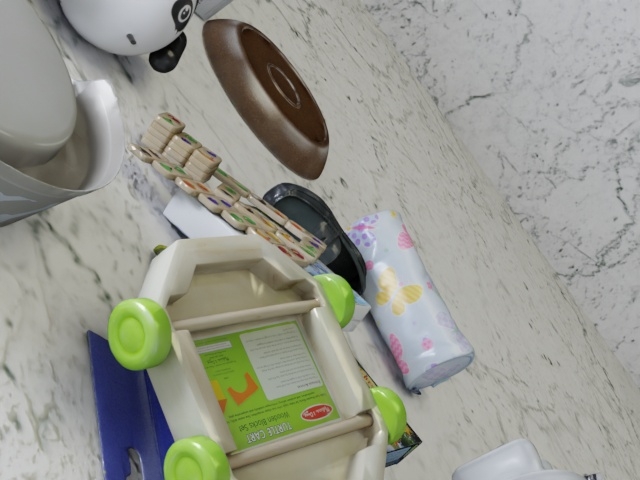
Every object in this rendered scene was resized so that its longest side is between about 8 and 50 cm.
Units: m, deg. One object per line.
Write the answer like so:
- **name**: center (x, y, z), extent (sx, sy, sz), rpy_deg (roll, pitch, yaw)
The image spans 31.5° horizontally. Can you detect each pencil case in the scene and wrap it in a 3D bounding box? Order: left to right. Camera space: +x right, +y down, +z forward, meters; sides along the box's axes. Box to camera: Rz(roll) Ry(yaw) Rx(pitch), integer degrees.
- **pencil case**: center (0.125, 0.088, 1.691), extent (0.273, 0.113, 0.124), rpy_deg (63, 8, 18)

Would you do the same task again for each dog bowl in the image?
- **dog bowl**: center (-0.320, -0.163, 0.959), extent (0.349, 0.102, 0.349), rpy_deg (50, 18, -23)

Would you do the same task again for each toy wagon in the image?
- **toy wagon**: center (-0.032, 0.155, 0.962), extent (0.267, 0.068, 0.344), rpy_deg (-5, 66, -52)

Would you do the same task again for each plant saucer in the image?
- **plant saucer**: center (-0.075, -0.240, 1.844), extent (0.310, 0.050, 0.311), rpy_deg (48, 20, -24)

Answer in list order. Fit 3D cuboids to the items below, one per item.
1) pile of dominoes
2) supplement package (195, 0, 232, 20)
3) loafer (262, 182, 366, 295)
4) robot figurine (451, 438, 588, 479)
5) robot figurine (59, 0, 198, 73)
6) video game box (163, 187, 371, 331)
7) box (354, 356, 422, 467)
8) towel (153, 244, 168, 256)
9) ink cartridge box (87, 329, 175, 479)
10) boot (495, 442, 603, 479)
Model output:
- **pile of dominoes**: center (-0.096, -0.060, 1.327), extent (0.251, 0.040, 0.196), rpy_deg (35, 11, -1)
- **supplement package**: center (-0.177, -0.526, 1.805), extent (0.145, 0.204, 0.262), rpy_deg (35, 27, -50)
- **loafer**: center (0.000, 0.000, 1.568), extent (0.223, 0.076, 0.078), rpy_deg (46, 12, -42)
- **robot figurine**: center (0.274, 0.419, 1.360), extent (0.300, 0.199, 0.353), rpy_deg (43, 21, -47)
- **robot figurine**: center (-0.223, -0.336, 1.395), extent (0.209, 0.173, 0.278), rpy_deg (31, 25, -16)
- **video game box**: center (-0.059, 0.024, 1.312), extent (0.205, 0.048, 0.187), rpy_deg (41, 14, 24)
- **box**: center (0.005, 0.158, 1.287), extent (0.233, 0.044, 0.159), rpy_deg (50, 15, 18)
- **towel**: center (-0.109, 0.076, 1.117), extent (0.102, 0.021, 0.237), rpy_deg (35, 8, -25)
- **ink cartridge box**: center (-0.063, 0.239, 1.000), extent (0.307, 0.072, 0.304), rpy_deg (41, 23, -45)
- **boot**: center (0.401, 0.402, 1.858), extent (0.258, 0.123, 0.095), rpy_deg (49, 19, -24)
